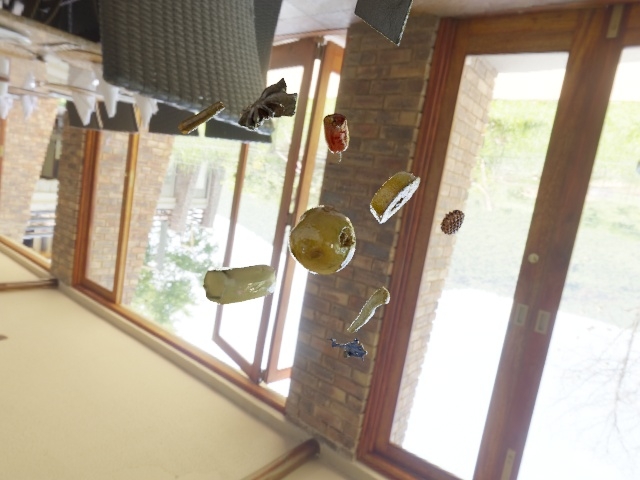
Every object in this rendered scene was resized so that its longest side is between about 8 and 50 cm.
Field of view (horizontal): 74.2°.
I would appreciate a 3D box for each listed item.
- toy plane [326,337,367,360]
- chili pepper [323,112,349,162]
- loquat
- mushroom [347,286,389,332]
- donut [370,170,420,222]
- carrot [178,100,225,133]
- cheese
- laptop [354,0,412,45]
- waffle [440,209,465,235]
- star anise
[{"bbox_3d":[0.085,0.330,1.312,0.054,0.062,0.167,13,170,-38],"label":"toy plane"},{"bbox_3d":[0.059,-0.359,1.521,0.086,0.192,0.084,1,-135,11],"label":"chili pepper"},{"bbox_3d":[0.000,-0.006,1.289,0.213,0.212,0.213,9,-173,-1],"label":"loquat"},{"bbox_3d":[0.162,0.242,1.427,0.054,0.202,0.059,46,-161,22],"label":"mushroom"},{"bbox_3d":[0.221,-0.137,1.277,0.065,0.178,0.162,43,161,15],"label":"donut"},{"bbox_3d":[-0.394,-0.411,1.408,0.171,0.042,0.042,-31,-175,5],"label":"carrot"},{"bbox_3d":[-0.288,0.153,1.530,0.233,0.127,0.266,-6,-179,-42],"label":"cheese"},{"bbox_3d":[0.133,-0.502,0.866,0.016,0.135,0.197,-7,-134,-25],"label":"laptop"},{"bbox_3d":[0.384,-0.051,1.230,0.075,0.083,0.029,5,-150,-32],"label":"waffle"},{"bbox_3d":[-0.191,-0.473,1.527,0.110,0.258,0.198,48,-161,-36],"label":"star anise"}]
